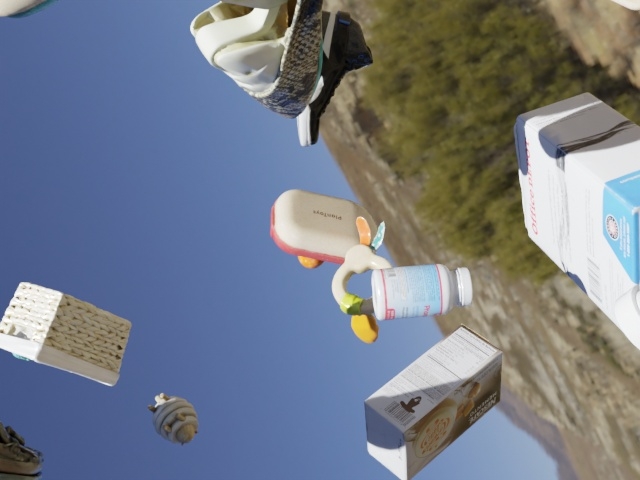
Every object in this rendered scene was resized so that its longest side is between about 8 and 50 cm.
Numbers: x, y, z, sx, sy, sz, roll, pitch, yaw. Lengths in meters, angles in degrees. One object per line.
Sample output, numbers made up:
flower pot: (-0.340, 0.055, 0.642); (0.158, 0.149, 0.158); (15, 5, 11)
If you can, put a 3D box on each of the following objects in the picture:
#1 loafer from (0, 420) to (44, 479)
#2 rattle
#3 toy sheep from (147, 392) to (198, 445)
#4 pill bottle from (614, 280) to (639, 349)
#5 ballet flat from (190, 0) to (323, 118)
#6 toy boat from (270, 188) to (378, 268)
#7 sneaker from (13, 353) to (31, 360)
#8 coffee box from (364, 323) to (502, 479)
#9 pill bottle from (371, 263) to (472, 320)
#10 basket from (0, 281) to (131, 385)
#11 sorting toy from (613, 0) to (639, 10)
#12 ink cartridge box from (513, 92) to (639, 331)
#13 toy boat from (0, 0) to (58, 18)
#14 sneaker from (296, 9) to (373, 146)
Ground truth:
loafer: (-0.420, 0.248, 1.172); (0.267, 0.096, 0.084); (42, -117, -66)
rattle: (0.099, 0.074, 1.842); (0.143, 0.130, 0.199); (44, -147, -44)
toy sheep: (-0.280, 0.337, 1.806); (0.132, 0.091, 0.091); (48, 178, 39)
pill bottle: (0.512, 0.058, 1.277); (0.121, 0.221, 0.121); (25, -139, -23)
ballet flat: (-0.070, -0.314, 1.153); (0.164, 0.182, 0.483); (44, 145, 19)
toy boat: (0.000, 0.000, 1.938); (0.151, 0.231, 0.151); (117, 159, -45)
sneaker: (-0.509, 0.167, 1.723); (0.166, 0.076, 0.065); (-42, -55, -56)
coffee box: (0.197, 0.278, 1.637); (0.098, 0.246, 0.141); (34, 144, 36)
pill bottle: (0.169, 0.085, 1.591); (0.087, 0.160, 0.087); (175, 90, -88)
basket: (-0.374, 0.137, 1.395); (0.167, 0.113, 0.103); (34, -109, -52)
sorting toy: (0.244, -0.329, 0.844); (0.193, 0.038, 0.208); (31, 138, 17)
ink cartridge box: (0.520, -0.054, 1.703); (0.395, 0.166, 0.285); (-122, 15, -55)
toy boat: (-0.448, -0.375, 1.259); (0.267, 0.318, 0.148); (70, -170, 26)
sneaker: (0.024, -0.257, 1.511); (0.079, 0.121, 0.217); (-116, 26, -77)
